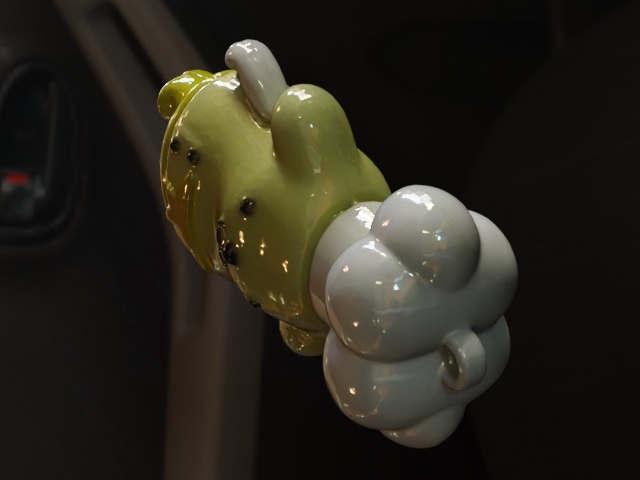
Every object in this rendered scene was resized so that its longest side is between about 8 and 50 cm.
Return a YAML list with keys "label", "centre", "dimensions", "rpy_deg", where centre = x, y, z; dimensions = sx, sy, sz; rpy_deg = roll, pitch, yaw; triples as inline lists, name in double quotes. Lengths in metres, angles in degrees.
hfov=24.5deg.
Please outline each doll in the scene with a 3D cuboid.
- label: "doll"
  centre: [0.000, 0.000, 0.476]
  dimensions: [0.162, 0.062, 0.106]
  rpy_deg: [38, 142, 43]
